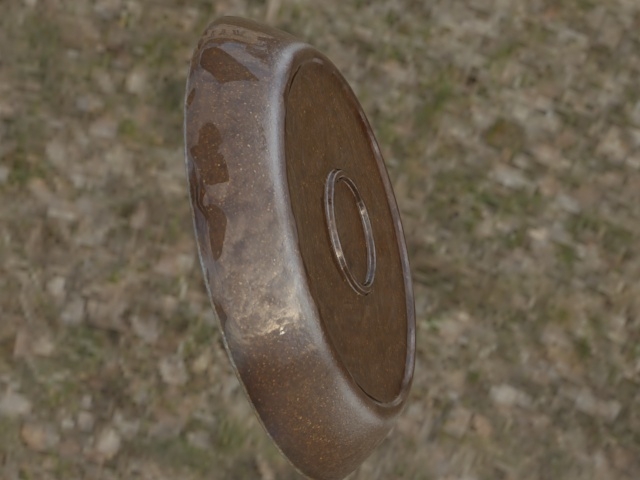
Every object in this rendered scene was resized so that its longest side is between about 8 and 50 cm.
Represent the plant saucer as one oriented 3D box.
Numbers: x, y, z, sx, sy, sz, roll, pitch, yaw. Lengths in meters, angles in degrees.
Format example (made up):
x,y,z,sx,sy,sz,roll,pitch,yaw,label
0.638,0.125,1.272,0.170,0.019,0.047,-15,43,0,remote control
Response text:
x,y,z,sx,sy,sz,roll,pitch,yaw,label
0.000,0.000,0.621,0.029,0.168,0.168,-12,37,17,plant saucer
